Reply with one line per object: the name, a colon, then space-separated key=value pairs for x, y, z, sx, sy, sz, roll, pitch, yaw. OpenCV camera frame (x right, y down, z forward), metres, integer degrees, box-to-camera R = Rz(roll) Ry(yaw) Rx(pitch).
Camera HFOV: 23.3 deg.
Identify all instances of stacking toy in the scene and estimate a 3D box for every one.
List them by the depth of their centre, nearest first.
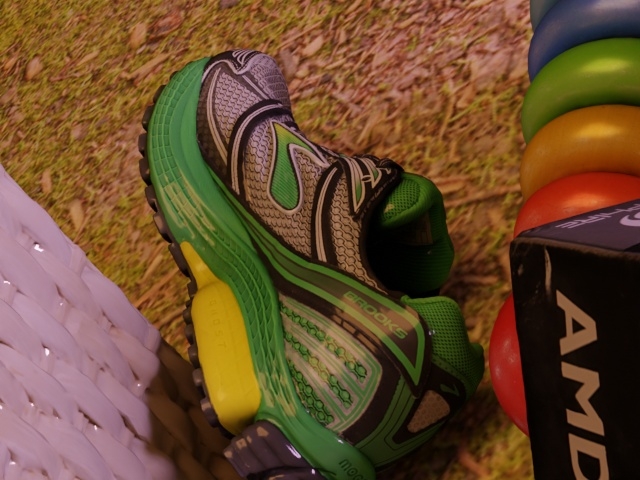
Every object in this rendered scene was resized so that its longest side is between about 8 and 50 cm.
stacking toy: x=0.152 y=-0.048 z=0.739 sx=0.141 sy=0.141 sz=0.330 roll=-14 pitch=49 yaw=38

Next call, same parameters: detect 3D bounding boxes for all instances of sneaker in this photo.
sneaker: x=0.000 y=0.000 z=0.857 sx=0.146 sy=0.134 sz=0.343 roll=-30 pitch=42 yaw=7

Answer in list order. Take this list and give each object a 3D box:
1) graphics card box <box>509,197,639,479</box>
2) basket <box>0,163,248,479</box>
graphics card box: x=0.232 y=0.033 z=0.256 sx=0.233 sy=0.094 sz=0.371 roll=-15 pitch=14 yaw=-29
basket: x=-0.229 y=0.159 z=0.722 sx=0.266 sy=0.331 sz=0.328 roll=-19 pitch=39 yaw=24
